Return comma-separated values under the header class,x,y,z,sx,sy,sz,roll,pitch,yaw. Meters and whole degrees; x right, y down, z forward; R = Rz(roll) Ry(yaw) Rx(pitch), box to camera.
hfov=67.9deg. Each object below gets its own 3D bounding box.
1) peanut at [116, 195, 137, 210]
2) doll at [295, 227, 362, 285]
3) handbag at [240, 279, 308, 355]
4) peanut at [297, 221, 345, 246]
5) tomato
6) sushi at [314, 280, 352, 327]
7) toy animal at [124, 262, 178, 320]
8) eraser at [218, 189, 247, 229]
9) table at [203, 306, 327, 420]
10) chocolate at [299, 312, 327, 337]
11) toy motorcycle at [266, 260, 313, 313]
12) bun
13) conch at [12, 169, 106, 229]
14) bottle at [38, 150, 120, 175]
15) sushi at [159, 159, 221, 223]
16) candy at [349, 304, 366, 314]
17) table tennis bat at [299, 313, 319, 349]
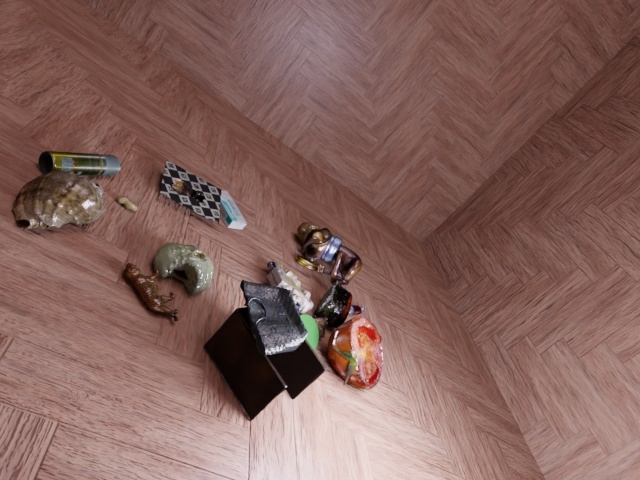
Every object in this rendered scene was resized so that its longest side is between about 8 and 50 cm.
class,x,y,z,sx,sy,sz,roll,pitch,yaw
peanut,-0.717,-0.139,1.762,0.083,0.037,0.037,34,22,-9
doll,0.057,0.090,2.434,0.340,0.209,0.318,38,24,-3
handbag,-0.150,0.236,1.457,0.175,0.088,0.270,13,38,-40
peanut,0.000,0.001,2.602,0.291,0.143,0.159,29,-7,-19
tomato,0.127,0.452,1.929,0.309,0.170,0.309,27,59,-58
sushi,0.060,0.293,2.156,0.126,0.136,0.225,37,29,-8
toy animal,-0.530,0.164,1.496,0.241,0.057,0.099,51,30,17
eraser,-0.437,-0.148,2.236,0.095,0.052,0.225,7,41,-52
table,-0.170,0.372,1.523,0.282,0.196,0.250,52,22,21
chocolate,-0.094,0.339,1.890,0.329,0.065,0.102,16,70,-47
toy motorcycle,-0.122,0.212,2.014,0.223,0.108,0.340,38,11,-34
bun,-0.464,0.084,1.654,0.212,0.126,0.204,16,31,-47
conch,-0.788,-0.137,1.463,0.210,0.159,0.291,43,23,-1
bottle,-0.856,-0.274,1.710,0.082,0.082,0.286,47,22,12
sushi,-0.573,-0.198,2.091,0.290,0.050,0.264,29,32,-32
candy,0.171,0.346,2.366,0.043,0.045,0.175,40,17,31
table tennis bat,-0.089,0.374,1.814,0.257,0.039,0.160,-15,91,-54
